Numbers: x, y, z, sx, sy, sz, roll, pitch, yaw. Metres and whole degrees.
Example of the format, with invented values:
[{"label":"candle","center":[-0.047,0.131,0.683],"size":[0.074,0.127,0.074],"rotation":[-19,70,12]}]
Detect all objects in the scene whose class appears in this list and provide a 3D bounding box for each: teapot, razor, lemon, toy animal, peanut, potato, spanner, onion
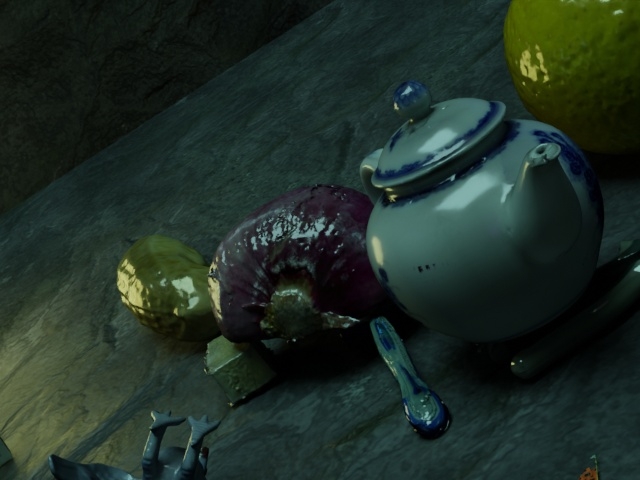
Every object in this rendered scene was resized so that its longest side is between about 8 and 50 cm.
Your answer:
[{"label":"teapot","center":[0.154,-0.044,1.338],"size":[0.252,0.280,0.424],"rotation":[-36,14,-17]},{"label":"razor","center":[0.084,0.132,1.444],"size":[0.093,0.056,0.324],"rotation":[-27,20,0]},{"label":"lemon","center":[0.399,-0.263,1.628],"size":[0.336,0.336,0.336],"rotation":[-26,19,10]},{"label":"toy animal","center":[-0.147,0.261,1.304],"size":[0.239,0.176,0.255],"rotation":[15,24,12]},{"label":"peanut","center":[-0.216,0.072,1.895],"size":[0.147,0.147,0.305],"rotation":[-33,19,-10]},{"label":"potato","center":[-0.105,0.156,1.642],"size":[0.086,0.061,0.122],"rotation":[-31,18,1]},{"label":"spanner","center":[0.322,0.042,1.357],"size":[0.324,0.040,0.095],"rotation":[-33,20,-8]},{"label":"onion","center":[0.000,0.000,1.636],"size":[0.267,0.159,0.348],"rotation":[-13,13,22]}]

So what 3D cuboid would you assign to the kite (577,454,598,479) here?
[{"label":"kite","center":[0.191,0.260,1.041],"size":[0.222,0.008,0.125],"rotation":[-37,21,-21]}]

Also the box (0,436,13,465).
[{"label":"box","center":[-0.515,0.270,1.790],"size":[0.100,0.152,0.048],"rotation":[-34,22,-15]}]
